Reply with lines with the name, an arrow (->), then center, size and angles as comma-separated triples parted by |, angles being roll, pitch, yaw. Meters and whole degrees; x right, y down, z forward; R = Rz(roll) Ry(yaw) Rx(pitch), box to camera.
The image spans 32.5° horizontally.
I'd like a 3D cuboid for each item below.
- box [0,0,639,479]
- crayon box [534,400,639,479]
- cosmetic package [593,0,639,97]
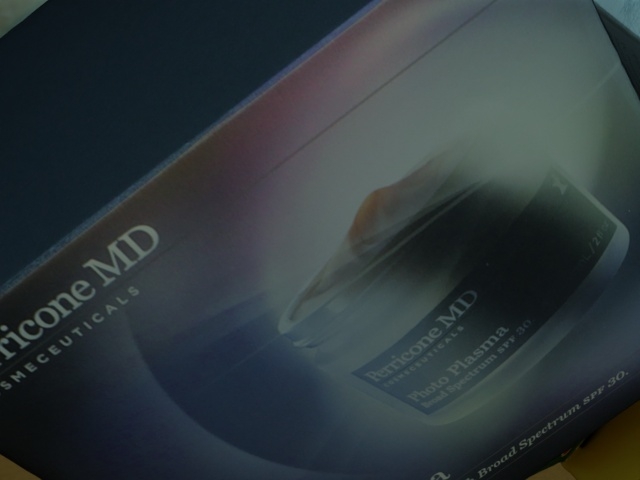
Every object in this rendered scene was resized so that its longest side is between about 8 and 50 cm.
box -> 0.000, 0.000, 0.530 | 0.296, 0.182, 0.294 | -37, 130, 6
crayon box -> 0.287, 0.087, 0.722 | 0.319, 0.081, 0.202 | -1, 129, -49
cosmetic package -> 0.277, -0.113, 0.535 | 0.224, 0.224, 0.138 | -37, 132, 6
